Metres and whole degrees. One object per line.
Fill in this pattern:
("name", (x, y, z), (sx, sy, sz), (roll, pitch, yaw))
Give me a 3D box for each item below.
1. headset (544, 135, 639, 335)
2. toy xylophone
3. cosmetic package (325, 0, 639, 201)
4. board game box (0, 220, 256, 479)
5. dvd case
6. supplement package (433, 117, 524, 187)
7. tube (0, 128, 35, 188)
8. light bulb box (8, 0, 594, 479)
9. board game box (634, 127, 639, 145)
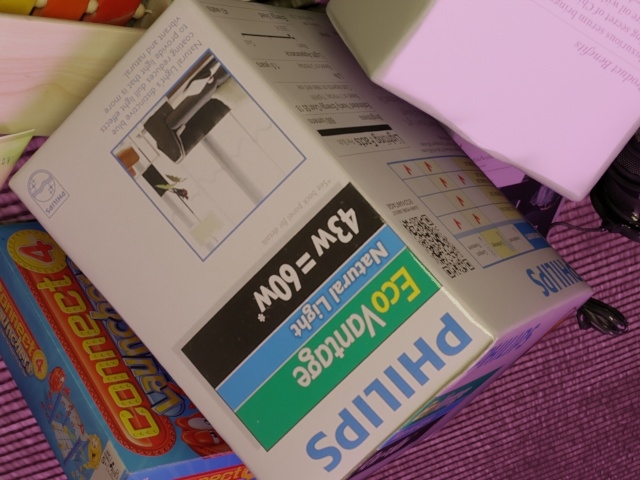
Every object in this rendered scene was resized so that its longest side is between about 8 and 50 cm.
("headset", (0.408, -0.064, 1.971), (0.394, 0.185, 0.243), (-41, 156, -15))
("toy xylophone", (-0.232, -0.174, 1.321), (0.322, 0.081, 0.236), (9, 129, -49))
("cosmetic package", (0.233, -0.283, 1.310), (0.230, 0.161, 0.453), (28, 108, -28))
("board game box", (-0.133, 0.105, 1.582), (0.302, 0.308, 0.086), (-7, 139, -39))
("dvd case", (0.215, -0.035, 1.991), (0.179, 0.029, 0.239), (-16, 144, -28))
("supplement package", (0.156, -0.176, 1.638), (0.139, 0.134, 0.244), (-13, 143, -32))
("tube", (-0.316, -0.023, 1.404), (0.062, 0.070, 0.240), (30, 142, -11))
("light bulb box", (0.000, 0.000, 1.415), (0.225, 0.361, 0.358), (-45, 168, 18))
("board game box", (0.424, -0.260, 1.734), (0.232, 0.141, 0.291), (-17, 147, -8))
